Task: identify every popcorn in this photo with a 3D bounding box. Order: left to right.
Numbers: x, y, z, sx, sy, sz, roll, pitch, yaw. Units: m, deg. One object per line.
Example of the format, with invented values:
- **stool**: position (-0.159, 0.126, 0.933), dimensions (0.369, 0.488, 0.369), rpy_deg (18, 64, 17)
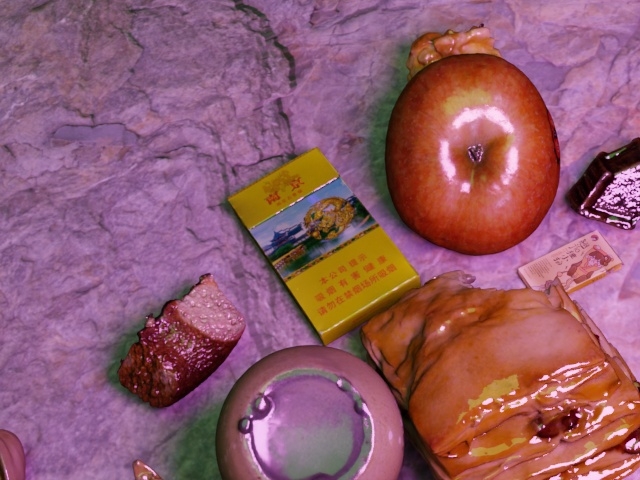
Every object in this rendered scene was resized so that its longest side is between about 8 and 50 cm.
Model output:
- **popcorn**: position (0.235, -0.290, 1.627), dimensions (0.180, 0.180, 0.170), rpy_deg (8, 79, 19)

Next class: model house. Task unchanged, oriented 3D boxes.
- **model house**: position (0.466, -0.084, 1.491), dimensions (0.152, 0.106, 0.165), rpy_deg (-22, 18, 12)

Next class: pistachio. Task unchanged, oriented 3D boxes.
- **pistachio**: position (-0.501, 0.351, 1.425), dimensions (0.113, 0.113, 0.149), rpy_deg (-16, 61, 3)

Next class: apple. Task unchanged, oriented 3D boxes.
- **apple**: position (0.232, -0.138, 1.459), dimensions (0.278, 0.250, 0.309), rpy_deg (-25, 72, -4)

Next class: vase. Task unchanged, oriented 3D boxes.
- **vase**: position (0.003, 0.309, 1.247), dimensions (0.241, 0.302, 0.329), rpy_deg (-22, 75, -7)

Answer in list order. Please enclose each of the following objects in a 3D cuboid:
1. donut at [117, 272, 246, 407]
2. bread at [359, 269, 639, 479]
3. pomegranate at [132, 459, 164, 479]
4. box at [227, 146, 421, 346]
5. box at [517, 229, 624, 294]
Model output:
- **donut**: position (-0.208, 0.162, 1.477), dimensions (0.126, 0.144, 0.187), rpy_deg (37, 41, 24)
- **bread**: position (0.234, 0.170, 1.251), dimensions (0.314, 0.191, 0.370), rpy_deg (-29, 46, 2)
- **pomegranate**: position (-0.171, 0.401, 1.226), dimensions (0.211, 0.263, 0.211), rpy_deg (-19, 28, 11)
- **box**: position (0.000, 0.000, 1.568), dimensions (0.187, 0.047, 0.335), rpy_deg (-31, 55, -7)
- **box**: position (0.388, 0.042, 1.461), dimensions (0.149, 0.020, 0.073), rpy_deg (-26, 55, -5)
